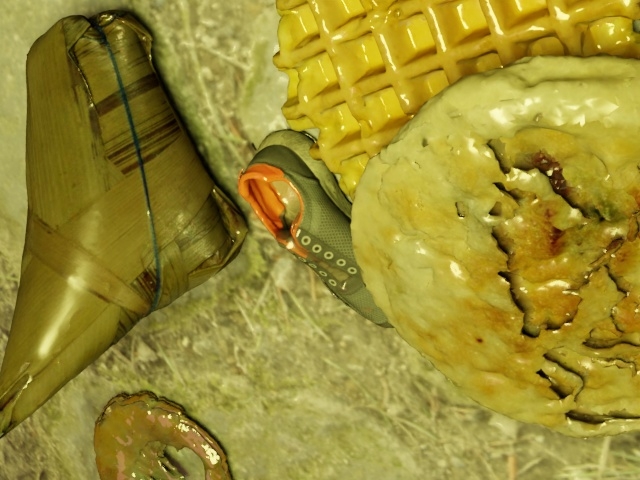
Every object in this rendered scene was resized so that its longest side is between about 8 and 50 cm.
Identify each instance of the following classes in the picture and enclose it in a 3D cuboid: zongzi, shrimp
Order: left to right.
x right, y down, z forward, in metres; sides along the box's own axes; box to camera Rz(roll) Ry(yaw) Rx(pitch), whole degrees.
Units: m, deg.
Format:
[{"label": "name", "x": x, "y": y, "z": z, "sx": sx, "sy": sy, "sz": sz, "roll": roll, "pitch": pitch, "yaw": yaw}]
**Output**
[{"label": "zongzi", "x": -0.219, "y": -0.025, "z": 0.827, "sx": 0.123, "sy": 0.289, "sz": 0.260, "roll": -6, "pitch": 115, "yaw": 47}, {"label": "shrimp", "x": -0.155, "y": 0.273, "z": 1.118, "sx": 0.173, "sy": 0.058, "sz": 0.253, "roll": -23, "pitch": 102, "yaw": 29}]

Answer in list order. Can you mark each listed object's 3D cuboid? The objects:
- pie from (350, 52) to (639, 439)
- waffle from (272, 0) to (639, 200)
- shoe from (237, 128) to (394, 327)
[{"label": "pie", "x": 0.182, "y": 0.016, "z": 0.701, "sx": 0.339, "sy": 0.077, "sz": 0.339, "roll": 10, "pitch": 133, "yaw": 11}, {"label": "waffle", "x": 0.089, "y": -0.135, "z": 0.722, "sx": 0.283, "sy": 0.065, "sz": 0.309, "roll": 30, "pitch": 129, "yaw": 13}, {"label": "shoe", "x": 0.001, "y": 0.001, "z": 0.845, "sx": 0.074, "sy": 0.077, "sz": 0.194, "roll": -30, "pitch": 98, "yaw": 39}]
